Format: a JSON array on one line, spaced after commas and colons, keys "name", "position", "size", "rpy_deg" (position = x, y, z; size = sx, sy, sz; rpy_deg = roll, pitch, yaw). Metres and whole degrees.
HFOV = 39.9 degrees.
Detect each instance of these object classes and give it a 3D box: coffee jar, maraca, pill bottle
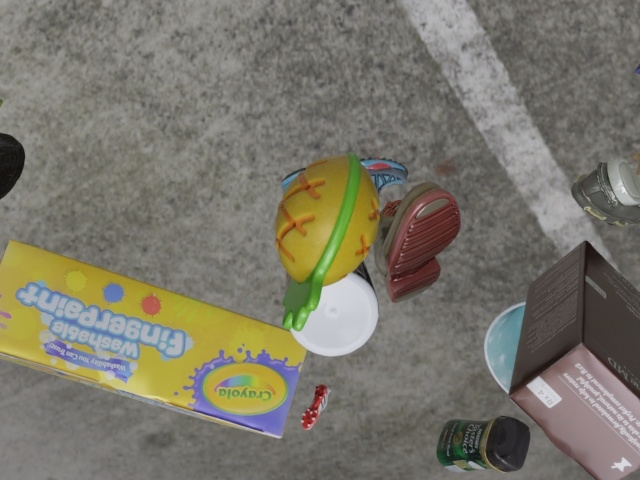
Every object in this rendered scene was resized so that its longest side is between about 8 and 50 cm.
[{"name": "coffee jar", "position": [0.296, 0.371, 1.600], "size": [0.079, 0.096, 0.184], "rpy_deg": [33, 153, -20]}, {"name": "maraca", "position": [0.000, 0.000, 0.869], "size": [0.099, 0.185, 0.127], "rpy_deg": [20, 172, -11]}, {"name": "pill bottle", "position": [0.012, 0.073, 1.315], "size": [0.130, 0.245, 0.130], "rpy_deg": [-1, 103, -2]}]

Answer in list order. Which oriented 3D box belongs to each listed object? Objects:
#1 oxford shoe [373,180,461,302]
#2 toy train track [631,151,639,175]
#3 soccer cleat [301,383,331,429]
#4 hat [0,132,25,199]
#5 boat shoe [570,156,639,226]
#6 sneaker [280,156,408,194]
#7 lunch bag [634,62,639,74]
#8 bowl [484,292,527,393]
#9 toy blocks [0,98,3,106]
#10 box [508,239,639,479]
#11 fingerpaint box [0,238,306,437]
[{"name": "oxford shoe", "position": [0.129, -0.015, 1.394], "size": [0.123, 0.130, 0.348], "rpy_deg": [-23, 158, -14]}, {"name": "toy train track", "position": [0.462, -0.108, 1.217], "size": [0.014, 0.083, 0.048], "rpy_deg": [10, 104, -21]}, {"name": "soccer cleat", "position": [-0.006, 0.287, 1.516], "size": [0.029, 0.083, 0.036], "rpy_deg": [19, 174, 33]}, {"name": "hat", "position": [-0.697, -0.084, 1.605], "size": [0.331, 0.331, 0.134], "rpy_deg": [0, 132, -1]}, {"name": "boat shoe", "position": [0.529, -0.078, 1.558], "size": [0.091, 0.109, 0.305], "rpy_deg": [-21, 163, 29]}, {"name": "sneaker", "position": [0.055, -0.088, 1.753], "size": [0.262, 0.125, 0.104], "rpy_deg": [-10, 172, -14]}, {"name": "lunch bag", "position": [0.714, -0.330, 1.518], "size": [0.221, 0.138, 0.293], "rpy_deg": [34, 109, -2]}, {"name": "bowl", "position": [0.520, 0.210, 1.880], "size": [0.312, 0.163, 0.311], "rpy_deg": [13, 126, 19]}, {"name": "toy blocks", "position": [-0.640, -0.197, 1.188], "size": [0.381, 0.191, 0.261], "rpy_deg": [35, 110, -3]}, {"name": "box", "position": [0.406, 0.165, 1.308], "size": [0.191, 0.381, 0.143], "rpy_deg": [44, 118, -3]}, {"name": "fingerpaint box", "position": [-0.287, 0.161, 1.374], "size": [0.445, 0.163, 0.371], "rpy_deg": [20, 166, -13]}]
